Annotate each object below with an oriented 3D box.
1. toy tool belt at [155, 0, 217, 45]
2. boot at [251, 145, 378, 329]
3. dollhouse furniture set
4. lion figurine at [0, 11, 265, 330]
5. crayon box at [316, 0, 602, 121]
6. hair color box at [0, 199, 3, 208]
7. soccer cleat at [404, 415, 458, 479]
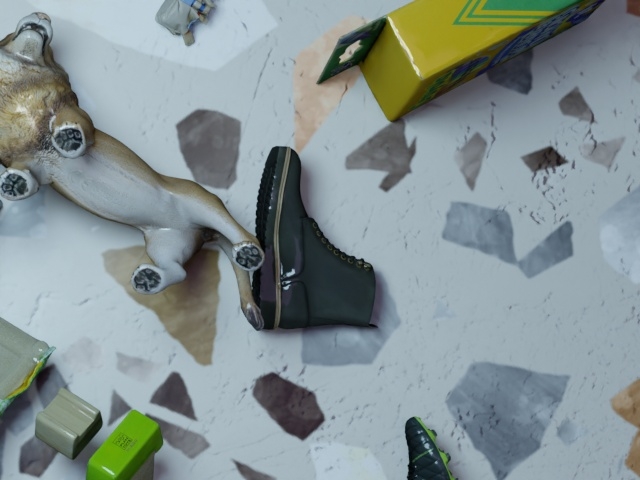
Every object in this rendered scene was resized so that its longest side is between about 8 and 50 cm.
[{"bbox_3d":[-0.140,-0.260,1.900,0.051,0.052,0.083,38,80,-32],"label":"toy tool belt"},{"bbox_3d":[0.000,0.000,1.868,0.137,0.077,0.198,4,94,-12],"label":"boot"},{"bbox_3d":[-0.338,0.213,1.788,0.301,0.151,0.197,30,57,15],"label":"dollhouse furniture set"},{"bbox_3d":[-0.213,-0.063,1.802,0.392,0.240,0.142,43,98,-16],"label":"lion figurine"},{"bbox_3d":[0.165,-0.229,1.852,0.323,0.203,0.083,-27,86,-10],"label":"crayon box"},{"bbox_3d":[-0.483,0.037,1.739,0.105,0.174,0.347,43,78,2],"label":"hair color box"},{"bbox_3d":[0.114,0.278,1.841,0.072,0.060,0.179,-18,87,-8],"label":"soccer cleat"}]
